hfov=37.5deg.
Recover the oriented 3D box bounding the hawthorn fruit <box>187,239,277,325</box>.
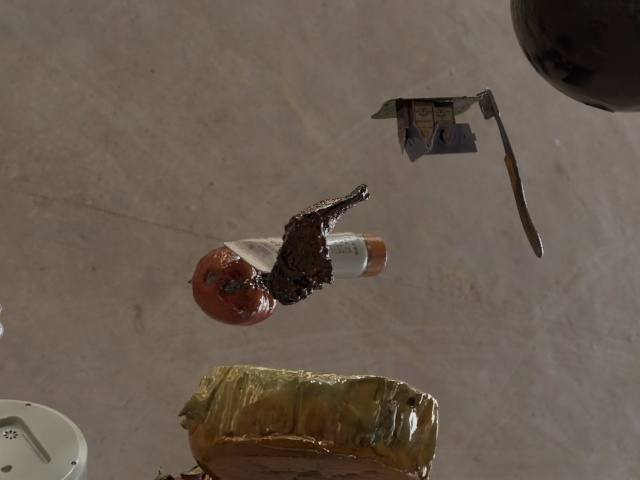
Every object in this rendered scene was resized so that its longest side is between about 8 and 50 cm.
[{"bbox_3d":[-0.227,0.103,2.227,0.207,0.243,0.207,6,83,-59],"label":"hawthorn fruit"}]

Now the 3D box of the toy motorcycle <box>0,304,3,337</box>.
[{"bbox_3d":[-0.565,0.090,1.511,0.110,0.260,0.171,-36,98,-24],"label":"toy motorcycle"}]

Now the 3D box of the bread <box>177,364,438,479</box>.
[{"bbox_3d":[-0.011,0.298,1.449,0.236,0.388,0.183,47,48,-65],"label":"bread"}]

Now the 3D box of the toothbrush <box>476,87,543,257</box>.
[{"bbox_3d":[0.340,-0.115,1.662,0.031,0.023,0.321,-25,102,-9],"label":"toothbrush"}]

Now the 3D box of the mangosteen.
[{"bbox_3d":[0.342,-0.310,1.007,0.306,0.306,0.360,-22,94,-48],"label":"mangosteen"}]

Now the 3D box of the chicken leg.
[{"bbox_3d":[-0.007,-0.002,1.274,0.093,0.053,0.205,25,75,-5],"label":"chicken leg"}]

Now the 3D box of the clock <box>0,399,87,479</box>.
[{"bbox_3d":[-0.431,0.307,1.261,0.230,0.230,0.083,-24,131,-48],"label":"clock"}]

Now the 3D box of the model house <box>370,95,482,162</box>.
[{"bbox_3d":[0.179,-0.179,1.543,0.167,0.117,0.088,-3,82,-16],"label":"model house"}]

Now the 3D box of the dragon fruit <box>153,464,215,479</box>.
[{"bbox_3d":[-0.236,0.454,1.653,0.137,0.135,0.236,25,49,-6],"label":"dragon fruit"}]

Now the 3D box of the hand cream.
[{"bbox_3d":[-0.015,0.028,1.736,0.314,0.139,0.089,3,110,-36],"label":"hand cream"}]
